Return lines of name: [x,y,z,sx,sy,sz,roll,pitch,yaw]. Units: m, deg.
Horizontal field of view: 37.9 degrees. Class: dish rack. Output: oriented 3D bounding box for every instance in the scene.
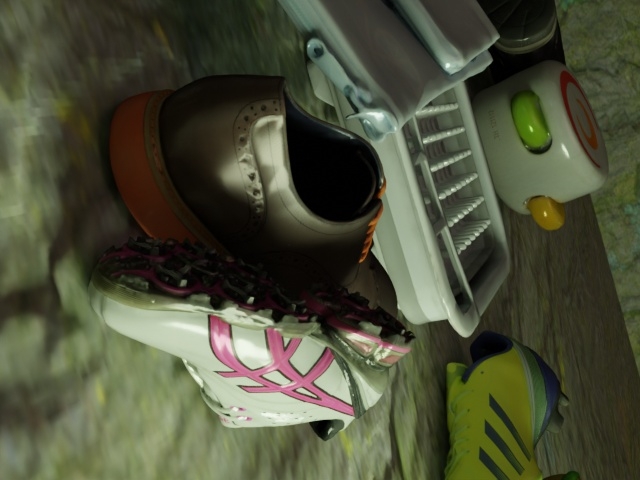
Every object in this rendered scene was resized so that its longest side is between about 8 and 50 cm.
dish rack: [0.085,-0.075,0.826,0.333,0.072,0.285,-27,100,-68]

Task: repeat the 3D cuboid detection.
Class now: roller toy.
roller toy: [0.301,-0.138,1.299,0.209,0.146,0.191,52,34,-25]

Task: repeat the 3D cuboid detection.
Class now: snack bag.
snack bag: [0.002,-0.236,0.637,0.323,0.037,0.342,55,27,-3]

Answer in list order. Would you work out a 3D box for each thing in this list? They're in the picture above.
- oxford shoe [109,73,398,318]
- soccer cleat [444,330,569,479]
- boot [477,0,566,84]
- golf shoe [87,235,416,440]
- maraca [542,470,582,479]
oxford shoe: [0.000,0.000,0.523,0.271,0.098,0.097,41,40,-56]
soccer cleat: [0.143,0.171,0.823,0.121,0.093,0.289,44,28,2]
boot: [0.308,-0.351,1.478,0.284,0.138,0.377,59,16,-49]
golf shoe: [-0.033,0.056,0.443,0.186,0.086,0.067,22,11,-41]
maraca: [0.218,0.308,0.878,0.127,0.099,0.186,-2,103,-60]
